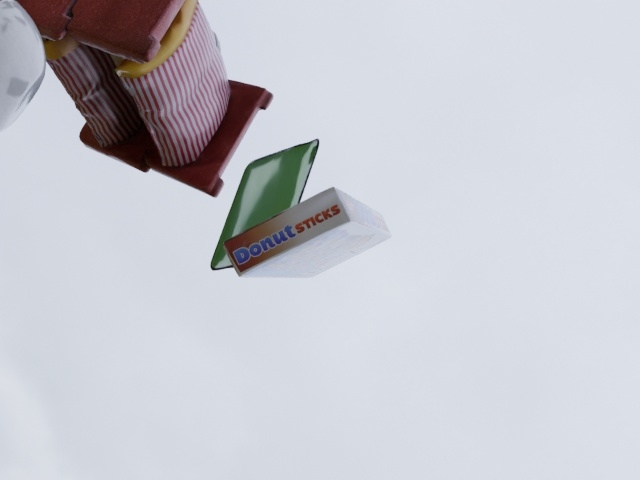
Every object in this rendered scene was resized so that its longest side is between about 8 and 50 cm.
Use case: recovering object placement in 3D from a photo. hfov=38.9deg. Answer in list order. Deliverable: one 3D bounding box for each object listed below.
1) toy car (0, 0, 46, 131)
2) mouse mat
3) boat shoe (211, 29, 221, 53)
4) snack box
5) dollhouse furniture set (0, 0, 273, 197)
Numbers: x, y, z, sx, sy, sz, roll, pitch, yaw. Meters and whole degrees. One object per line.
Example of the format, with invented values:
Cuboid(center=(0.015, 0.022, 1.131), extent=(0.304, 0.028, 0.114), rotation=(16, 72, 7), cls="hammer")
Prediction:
Cuboid(center=(-0.237, -0.074, 0.434), extent=(0.159, 0.182, 0.136), rotation=(35, -31, -11), cls="toy car")
Cuboid(center=(-0.068, -0.039, 1.060), extent=(0.007, 0.152, 0.190), rotation=(26, -17, -27), cls="mouse mat")
Cuboid(center=(-0.266, -0.300, 1.444), extent=(0.130, 0.355, 0.132), rotation=(-8, -97, 14), cls="boat shoe")
Cuboid(center=(0.000, 0.000, 0.526), extent=(0.064, 0.178, 0.022), rotation=(-26, -97, 9), cls="snack box")
Cuboid(center=(-0.096, -0.257, 0.782), extent=(0.152, 0.374, 0.201), rotation=(19, -20, 19), cls="dollhouse furniture set")
